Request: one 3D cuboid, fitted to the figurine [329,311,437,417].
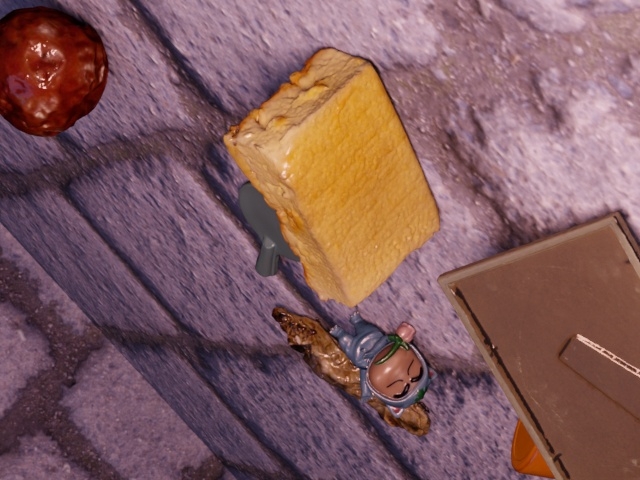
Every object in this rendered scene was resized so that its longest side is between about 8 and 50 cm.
[{"bbox_3d":[0.094,0.181,1.989,0.178,0.114,0.144,43,158,22],"label":"figurine"}]

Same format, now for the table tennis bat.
[{"bbox_3d":[-0.074,-0.008,2.010,0.153,0.040,0.244,39,153,13],"label":"table tennis bat"}]

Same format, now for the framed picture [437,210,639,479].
[{"bbox_3d":[0.309,0.145,1.439,0.247,0.022,0.335,-23,104,40],"label":"framed picture"}]

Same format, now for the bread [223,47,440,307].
[{"bbox_3d":[0.022,-0.072,1.547,0.114,0.185,0.275,26,153,48],"label":"bread"}]

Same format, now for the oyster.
[{"bbox_3d":[0.046,0.231,2.203,0.345,0.079,0.129,37,166,8],"label":"oyster"}]

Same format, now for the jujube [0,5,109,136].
[{"bbox_3d":[-0.422,-0.260,1.950,0.197,0.197,0.290,46,172,-6],"label":"jujube"}]

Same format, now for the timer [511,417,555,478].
[{"bbox_3d":[0.354,0.276,1.731,0.152,0.132,0.132,21,158,-5],"label":"timer"}]
